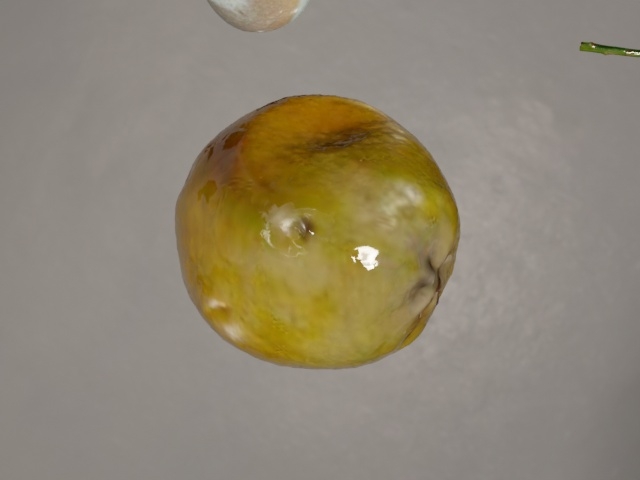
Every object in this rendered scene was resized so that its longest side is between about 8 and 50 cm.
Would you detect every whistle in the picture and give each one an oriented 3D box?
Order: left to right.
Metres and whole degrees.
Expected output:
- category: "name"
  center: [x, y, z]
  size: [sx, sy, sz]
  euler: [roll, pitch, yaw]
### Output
- category: "whistle"
  center: [-0.042, -0.405, 2.028]
  size: [0.348, 0.189, 0.189]
  euler: [-9, -135, 46]

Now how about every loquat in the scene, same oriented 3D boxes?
- category: "loquat"
  center: [0.000, 0.000, 1.366]
  size: [0.276, 0.284, 0.276]
  euler: [-31, 134, -38]

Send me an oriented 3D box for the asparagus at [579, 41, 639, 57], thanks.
- category: "asparagus"
  center: [0.420, -0.247, 1.826]
  size: [0.016, 0.163, 0.016]
  euler: [91, 4, -48]
